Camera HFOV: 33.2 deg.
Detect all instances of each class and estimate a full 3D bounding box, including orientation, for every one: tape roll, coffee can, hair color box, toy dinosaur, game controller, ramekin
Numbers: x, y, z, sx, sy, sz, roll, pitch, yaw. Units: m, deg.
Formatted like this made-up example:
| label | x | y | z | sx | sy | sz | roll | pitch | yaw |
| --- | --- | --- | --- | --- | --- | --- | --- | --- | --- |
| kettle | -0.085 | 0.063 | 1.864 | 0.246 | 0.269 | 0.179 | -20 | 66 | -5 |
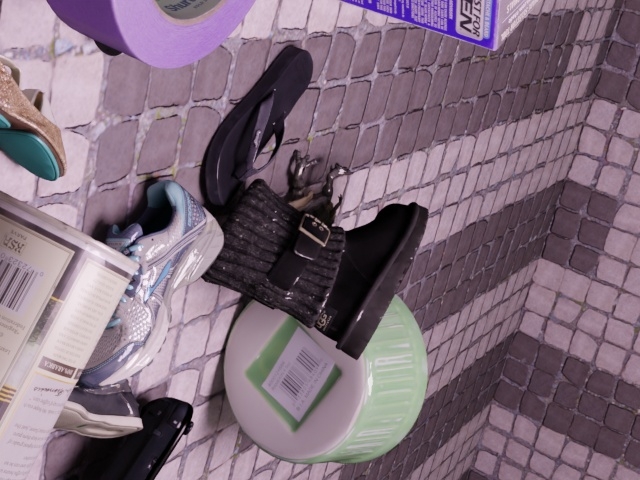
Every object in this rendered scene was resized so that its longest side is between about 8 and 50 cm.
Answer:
| label | x | y | z | sx | sy | sz | roll | pitch | yaw |
| --- | --- | --- | --- | --- | --- | --- | --- | --- | --- |
| tape roll | -0.130 | -0.297 | 0.958 | 0.275 | 0.090 | 0.275 | -51 | 158 | -31 |
| coffee can | -0.322 | 0.100 | 1.008 | 0.275 | 0.201 | 0.201 | -63 | 156 | -7 |
| hair color box | 0.107 | -0.363 | 1.300 | 0.185 | 0.339 | 0.110 | -49 | 151 | -34 |
| toy dinosaur | -0.018 | -0.070 | 1.651 | 0.268 | 0.064 | 0.118 | 3 | 115 | -61 |
| game controller | -0.275 | 0.345 | 1.416 | 0.319 | 0.067 | 0.166 | -57 | -174 | -16 |
| ramekin | -0.003 | 0.198 | 1.643 | 0.148 | 0.303 | 0.303 | 4 | 108 | -57 |

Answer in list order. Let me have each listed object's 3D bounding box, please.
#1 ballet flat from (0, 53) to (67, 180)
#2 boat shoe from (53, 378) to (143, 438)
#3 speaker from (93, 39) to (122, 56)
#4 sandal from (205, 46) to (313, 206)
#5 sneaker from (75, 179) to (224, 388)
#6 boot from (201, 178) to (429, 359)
| label | x | y | z | sx | sy | sz | roll | pitch | yaw |
| --- | --- | --- | --- | --- | --- | --- | --- | --- | --- |
| ballet flat | -0.293 | -0.128 | 1.032 | 0.206 | 0.073 | 0.067 | 62 | 41 | -64 |
| boat shoe | -0.304 | 0.188 | 1.304 | 0.233 | 0.084 | 0.079 | 31 | 48 | -59 |
| speaker | -0.185 | -0.240 | 1.162 | 0.136 | 0.055 | 0.055 | -34 | 141 | -50 |
| sandal | -0.076 | -0.157 | 1.455 | 0.254 | 0.054 | 0.097 | -59 | 155 | -16 |
| sneaker | -0.231 | 0.045 | 1.287 | 0.283 | 0.110 | 0.122 | -63 | 140 | -32 |
| boot | 0.001 | -0.003 | 1.534 | 0.131 | 0.260 | 0.348 | -64 | 175 | 33 |
